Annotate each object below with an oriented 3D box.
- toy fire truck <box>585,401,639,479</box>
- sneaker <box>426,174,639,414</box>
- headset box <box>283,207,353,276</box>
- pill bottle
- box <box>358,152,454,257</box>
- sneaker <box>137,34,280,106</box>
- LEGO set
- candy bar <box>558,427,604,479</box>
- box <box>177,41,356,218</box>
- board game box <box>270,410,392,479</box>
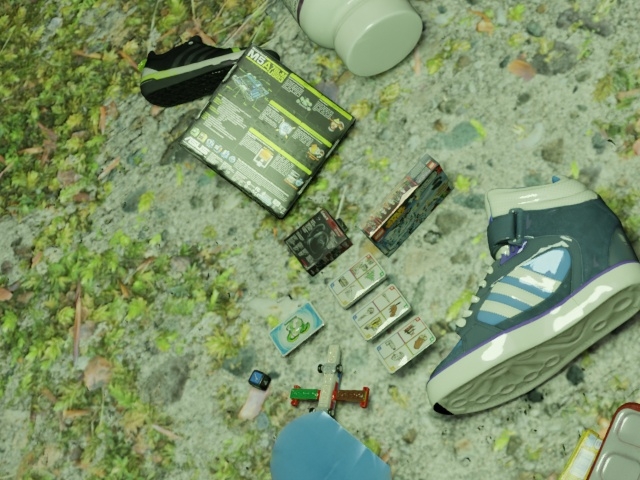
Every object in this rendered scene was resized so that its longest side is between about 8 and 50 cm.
[{"bbox_3d":[0.395,0.356,1.329,0.254,0.169,0.302,16,76,48],"label":"toy fire truck"},{"bbox_3d":[0.240,0.053,1.500,0.323,0.130,0.236,-34,55,11],"label":"sneaker"},{"bbox_3d":[0.000,0.000,1.644,0.083,0.032,0.062,-39,64,3],"label":"headset box"},{"bbox_3d":[0.019,-0.387,1.693,0.169,0.169,0.301,-35,65,5],"label":"pill bottle"},{"bbox_3d":[0.118,-0.046,1.583,0.137,0.094,0.027,-47,64,-1],"label":"box"},{"bbox_3d":[-0.177,-0.278,1.774,0.235,0.084,0.097,-10,67,16],"label":"sneaker"},{"bbox_3d":[0.023,0.157,1.589,0.244,0.060,0.182,-39,52,2],"label":"LEGO set"},{"bbox_3d":[0.307,0.307,1.437,0.040,0.018,0.161,27,82,22],"label":"candy bar"},{"bbox_3d":[-0.077,-0.157,1.680,0.191,0.045,0.184,36,85,1],"label":"box"},{"bbox_3d":[0.016,0.303,1.526,0.169,0.033,0.133,39,110,12],"label":"board game box"}]
